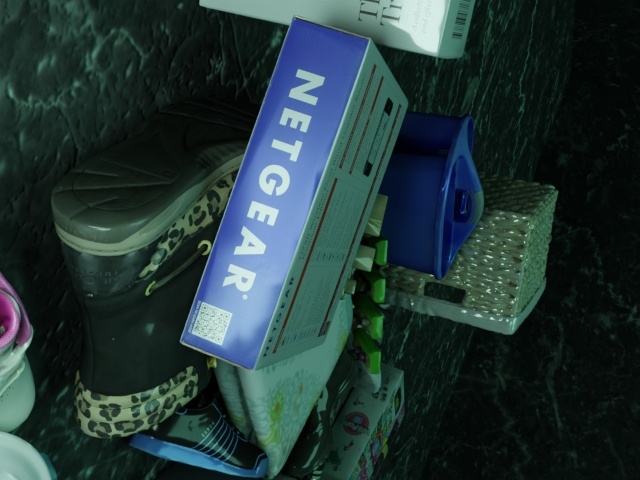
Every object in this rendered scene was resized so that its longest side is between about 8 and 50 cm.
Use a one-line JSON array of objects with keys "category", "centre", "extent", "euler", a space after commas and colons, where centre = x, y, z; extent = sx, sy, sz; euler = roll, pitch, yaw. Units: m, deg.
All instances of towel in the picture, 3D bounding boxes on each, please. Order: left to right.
[{"category": "towel", "centre": [-0.055, 0.120, 1.227], "extent": [0.320, 0.090, 0.374], "euler": [-55, 147, -44]}]

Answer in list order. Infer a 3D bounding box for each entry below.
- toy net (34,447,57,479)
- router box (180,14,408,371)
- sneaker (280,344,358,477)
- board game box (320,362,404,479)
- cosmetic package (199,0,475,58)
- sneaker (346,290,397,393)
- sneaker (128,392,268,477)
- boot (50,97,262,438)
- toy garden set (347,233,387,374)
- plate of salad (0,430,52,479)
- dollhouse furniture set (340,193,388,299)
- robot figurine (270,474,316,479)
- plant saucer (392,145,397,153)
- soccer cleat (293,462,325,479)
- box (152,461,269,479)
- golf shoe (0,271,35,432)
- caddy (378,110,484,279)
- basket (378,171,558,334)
[{"category": "toy net", "centre": [-0.338, 0.311, 0.793], "extent": [0.232, 0.045, 0.122], "euler": [-42, 145, -50]}, {"category": "router box", "centre": [-0.010, -0.040, 0.906], "extent": [0.301, 0.082, 0.335], "euler": [11, 98, -77]}, {"category": "sneaker", "centre": [-0.020, 0.292, 1.504], "extent": [0.130, 0.109, 0.286], "euler": [72, 31, -47]}, {"category": "board game box", "centre": [0.096, 0.465, 1.911], "extent": [0.303, 0.098, 0.224], "euler": [-57, 154, -33]}, {"category": "cosmetic package", "centre": [0.042, -0.401, 0.835], "extent": [0.097, 0.285, 0.377], "euler": [-22, 126, -62]}, {"category": "sneaker", "centre": [0.102, 0.205, 1.706], "extent": [0.153, 0.101, 0.268], "euler": [-57, 152, -29]}, {"category": "sneaker", "centre": [-0.146, 0.256, 1.091], "extent": [0.232, 0.081, 0.090], "euler": [30, 72, -45]}, {"category": "boot", "centre": [-0.148, 0.015, 0.900], "extent": [0.377, 0.138, 0.284], "euler": [-50, 153, -57]}, {"category": "toy garden set", "centre": [0.059, 0.086, 1.462], "extent": [0.204, 0.049, 0.244], "euler": [-129, -142, -67]}, {"category": "plate of salad", "centre": [-0.319, 0.251, 0.689], "extent": [0.200, 0.048, 0.199], "euler": [-23, 120, -45]}, {"category": "dollhouse furniture set", "centre": [0.000, 0.000, 1.160], "extent": [0.151, 0.123, 0.144], "euler": [158, -53, -75]}, {"category": "robot figurine", "centre": [-0.087, 0.541, 1.368], "extent": [0.300, 0.200, 0.353], "euler": [-8, 119, -30]}, {"category": "plant saucer", "centre": [0.111, -0.162, 1.493], "extent": [0.241, 0.037, 0.240], "euler": [12, 90, -73]}, {"category": "soccer cleat", "centre": [-0.029, 0.472, 1.658], "extent": [0.072, 0.060, 0.178], "euler": [-49, 152, -43]}, {"category": "box", "centre": [-0.203, 0.606, 1.019], "extent": [0.480, 0.298, 0.471], "euler": [-27, 129, -61]}, {"category": "golf shoe", "centre": [-0.279, 0.084, 0.627], "extent": [0.115, 0.140, 0.306], "euler": [-61, 158, -29]}, {"category": "caddy", "centre": [0.212, -0.082, 1.504], "extent": [0.341, 0.179, 0.241], "euler": [82, 26, -52]}, {"category": "basket", "centre": [0.328, 0.007, 1.817], "extent": [0.331, 0.328, 0.266], "euler": [-31, 131, -59]}]
